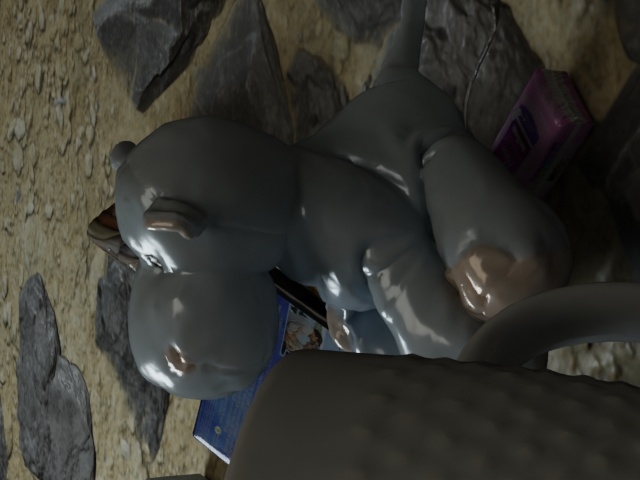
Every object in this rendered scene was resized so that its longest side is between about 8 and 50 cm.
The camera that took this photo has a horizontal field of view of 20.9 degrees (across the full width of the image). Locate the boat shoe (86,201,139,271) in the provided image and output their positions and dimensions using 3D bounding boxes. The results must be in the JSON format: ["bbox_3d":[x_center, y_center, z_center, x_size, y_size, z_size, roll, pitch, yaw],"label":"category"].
[{"bbox_3d":[-0.132,-0.013,1.625,0.116,0.123,0.324,-57,19,-4],"label":"boat shoe"}]

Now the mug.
[{"bbox_3d":[0.144,0.167,0.848,0.276,0.328,0.374,81,-161,-45],"label":"mug"}]

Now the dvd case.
[{"bbox_3d":[0.012,0.144,1.312,0.253,0.022,0.180,34,125,29],"label":"dvd case"}]

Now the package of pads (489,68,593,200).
[{"bbox_3d":[0.143,-0.067,1.130,0.083,0.032,0.050,118,143,-46],"label":"package of pads"}]

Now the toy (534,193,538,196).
[{"bbox_3d":[0.109,0.024,1.183,0.237,0.056,0.137,-165,71,-64],"label":"toy"}]

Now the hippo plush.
[{"bbox_3d":[0.000,0.000,1.061,0.234,0.236,0.294,-144,53,-59],"label":"hippo plush"}]

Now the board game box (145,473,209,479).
[{"bbox_3d":[-0.083,0.414,1.597,0.318,0.065,0.318,24,114,61],"label":"board game box"}]

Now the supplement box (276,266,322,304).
[{"bbox_3d":[-0.001,0.092,1.388,0.080,0.078,0.233,49,136,46],"label":"supplement box"}]
